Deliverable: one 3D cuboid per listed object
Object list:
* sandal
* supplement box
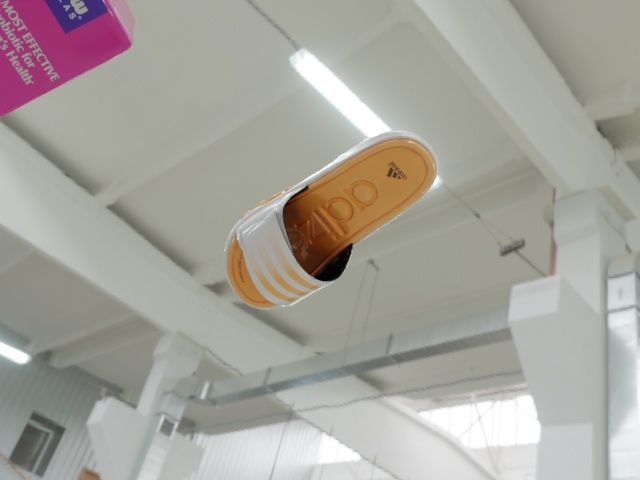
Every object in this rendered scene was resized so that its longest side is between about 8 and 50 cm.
[{"bbox_3d":[-0.007,-0.008,0.662,0.102,0.076,0.265,44,-59,-13],"label":"sandal"},{"bbox_3d":[-0.244,-0.134,0.454,0.220,0.114,0.111,-28,-61,-1],"label":"supplement box"}]
